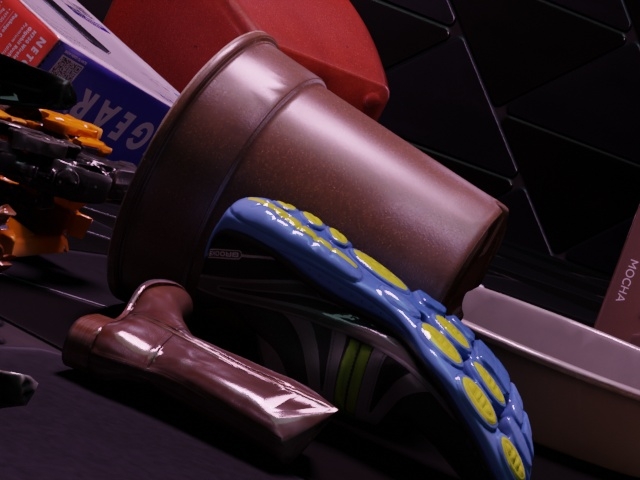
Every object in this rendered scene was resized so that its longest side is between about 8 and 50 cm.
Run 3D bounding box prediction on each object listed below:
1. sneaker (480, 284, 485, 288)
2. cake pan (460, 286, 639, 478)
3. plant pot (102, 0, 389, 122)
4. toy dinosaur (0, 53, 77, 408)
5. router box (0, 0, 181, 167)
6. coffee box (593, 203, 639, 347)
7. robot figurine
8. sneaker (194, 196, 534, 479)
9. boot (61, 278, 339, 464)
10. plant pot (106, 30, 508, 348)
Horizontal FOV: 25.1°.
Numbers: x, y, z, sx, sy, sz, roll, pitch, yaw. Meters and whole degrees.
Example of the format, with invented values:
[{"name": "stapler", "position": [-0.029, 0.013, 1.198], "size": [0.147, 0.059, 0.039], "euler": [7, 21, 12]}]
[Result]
[{"name": "sneaker", "position": [0.070, 0.048, 1.110], "size": [0.135, 0.052, 0.058], "euler": [14, 13, 19]}, {"name": "cake pan", "position": [0.150, 0.086, 0.938], "size": [0.293, 0.054, 0.293], "euler": [20, 5, -2]}, {"name": "plant pot", "position": [-0.081, -0.152, 1.546], "size": [0.267, 0.267, 0.236], "euler": [16, 19, -36]}, {"name": "toy dinosaur", "position": [-0.187, -0.022, 0.343], "size": [0.218, 0.164, 0.322], "euler": [5, 19, 29]}, {"name": "router box", "position": [-0.259, -0.179, 1.260], "size": [0.301, 0.082, 0.335], "euler": [42, 5, 22]}, {"name": "coffee box", "position": [0.372, 0.060, 1.429], "size": [0.118, 0.168, 0.297], "euler": [22, 6, 22]}, {"name": "robot figurine", "position": [-0.236, -0.055, 0.761], "size": [0.211, 0.085, 0.291], "euler": [24, 7, 36]}, {"name": "sneaker", "position": [0.020, 0.057, 0.665], "size": [0.188, 0.078, 0.067], "euler": [38, 18, 14]}, {"name": "boot", "position": [-0.039, 0.056, 0.619], "size": [0.114, 0.037, 0.106], "euler": [18, 18, 16]}, {"name": "plant pot", "position": [0.000, 0.000, 0.770], "size": [0.165, 0.167, 0.167], "euler": [30, 7, 12]}]
